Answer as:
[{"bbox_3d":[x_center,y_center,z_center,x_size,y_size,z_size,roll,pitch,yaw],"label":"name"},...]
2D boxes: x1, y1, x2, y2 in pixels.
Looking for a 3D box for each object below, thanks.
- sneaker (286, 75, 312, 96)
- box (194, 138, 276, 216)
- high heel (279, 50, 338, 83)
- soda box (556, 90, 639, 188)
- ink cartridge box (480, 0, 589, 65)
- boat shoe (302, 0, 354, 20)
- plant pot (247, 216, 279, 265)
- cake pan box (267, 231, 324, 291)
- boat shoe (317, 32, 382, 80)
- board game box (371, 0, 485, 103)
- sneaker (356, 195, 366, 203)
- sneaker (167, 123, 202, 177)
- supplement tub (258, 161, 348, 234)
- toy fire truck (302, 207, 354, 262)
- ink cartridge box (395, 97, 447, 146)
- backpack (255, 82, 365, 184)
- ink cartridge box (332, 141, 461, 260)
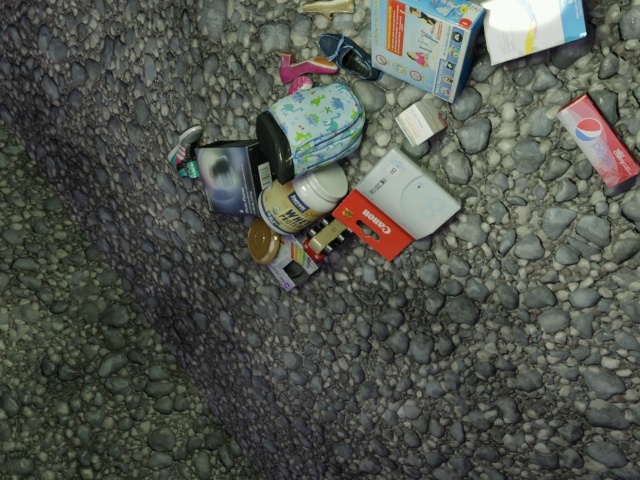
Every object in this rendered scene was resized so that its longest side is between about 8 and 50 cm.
[{"bbox_3d":[-0.081,-0.510,1.733,0.111,0.103,0.252,22,150,-18],"label":"sneaker"},{"bbox_3d":[-0.348,-0.269,1.976,0.293,0.182,0.297,5,114,32],"label":"box"},{"bbox_3d":[-0.046,-0.608,1.689,0.243,0.082,0.117,18,131,19],"label":"high heel"},{"bbox_3d":[0.784,-0.284,1.308,0.092,0.083,0.263,-36,90,38],"label":"soda box"},{"bbox_3d":[0.573,-0.591,1.239,0.232,0.171,0.169,-7,107,34],"label":"ink cartridge box"},{"bbox_3d":[0.025,-0.782,1.568,0.189,0.068,0.072,7,127,29],"label":"boat shoe"},{"bbox_3d":[-0.263,-0.008,2.066,0.236,0.032,0.237,-9,78,49],"label":"plant pot"},{"bbox_3d":[-0.139,0.073,2.078,0.267,0.070,0.245,53,131,1],"label":"cake pan box"},{"bbox_3d":[0.095,-0.634,1.575,0.258,0.089,0.109,31,125,16],"label":"boat shoe"},{"bbox_3d":[0.298,-0.586,1.360,0.301,0.086,0.308,32,166,16],"label":"board game box"},{"bbox_3d":[0.193,-0.169,1.742,0.209,0.082,0.069,-22,98,36],"label":"sneaker"},{"bbox_3d":[-0.583,-0.379,2.104,0.295,0.123,0.179,-37,85,46],"label":"sneaker"},{"bbox_3d":[-0.069,-0.180,1.808,0.316,0.228,0.228,-32,93,39],"label":"supplement tub"},{"bbox_3d":[0.000,0.000,1.874,0.158,0.217,0.246,44,143,8],"label":"toy fire truck"},{"bbox_3d":[0.324,-0.379,1.481,0.067,0.198,0.115,-32,93,39],"label":"ink cartridge box"},{"bbox_3d":[-0.016,-0.386,1.599,0.273,0.355,0.290,107,145,-53],"label":"backpack"},{"bbox_3d":[0.257,-0.110,1.664,0.308,0.091,0.385,39,123,-7],"label":"ink cartridge box"}]
